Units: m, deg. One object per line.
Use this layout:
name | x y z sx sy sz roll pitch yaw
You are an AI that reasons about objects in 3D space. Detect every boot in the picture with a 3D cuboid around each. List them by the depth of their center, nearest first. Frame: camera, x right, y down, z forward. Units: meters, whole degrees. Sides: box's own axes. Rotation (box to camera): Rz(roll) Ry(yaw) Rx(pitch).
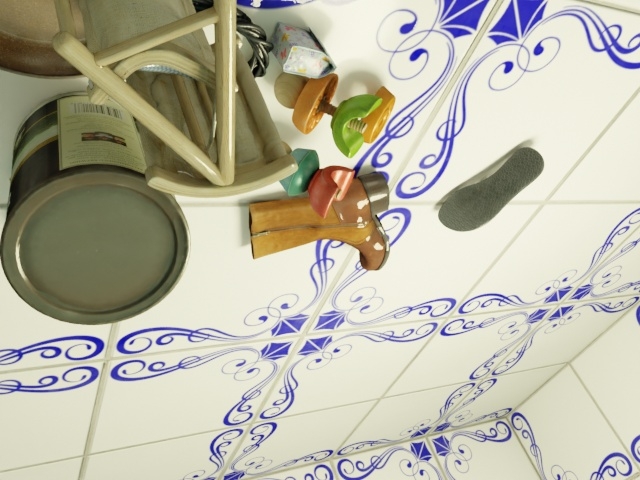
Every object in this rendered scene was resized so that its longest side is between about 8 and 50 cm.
boot | 0.000 0.000 1.253 0.280 0.096 0.264 -17 145 -10

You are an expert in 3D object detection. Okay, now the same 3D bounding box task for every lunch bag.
lunch bag | -0.023 -0.274 0.896 0.083 0.071 0.053 5 132 -33

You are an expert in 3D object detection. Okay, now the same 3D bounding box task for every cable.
cable | -0.152 -0.259 0.858 0.150 0.047 0.184 -41 143 22

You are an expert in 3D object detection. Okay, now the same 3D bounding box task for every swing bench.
swing bench | -0.158 -0.206 0.658 0.165 0.253 0.255 -22 145 -3

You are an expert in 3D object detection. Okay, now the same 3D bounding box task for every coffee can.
coffee can | -0.291 -0.054 0.798 0.201 0.275 0.202 -11 123 -17

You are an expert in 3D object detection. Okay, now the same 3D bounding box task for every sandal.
sandal | 0.377 -0.102 1.361 0.254 0.097 0.054 -34 171 15

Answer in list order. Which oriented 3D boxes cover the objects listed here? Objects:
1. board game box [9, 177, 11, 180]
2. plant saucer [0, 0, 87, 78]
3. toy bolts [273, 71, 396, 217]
board game box | -0.381 -0.054 0.987 0.170 0.048 0.141 -15 146 -15
plant saucer | -0.300 -0.320 0.684 0.310 0.050 0.311 -17 144 -13
toy bolts | -0.001 -0.180 1.026 0.218 0.158 0.229 -47 164 -58
